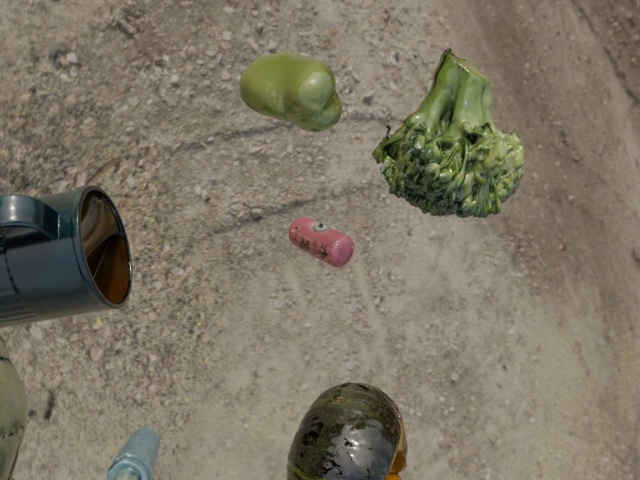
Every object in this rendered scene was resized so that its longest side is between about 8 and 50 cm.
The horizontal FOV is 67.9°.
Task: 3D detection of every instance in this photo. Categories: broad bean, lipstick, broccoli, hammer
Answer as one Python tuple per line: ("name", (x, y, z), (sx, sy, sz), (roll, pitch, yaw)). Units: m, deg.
("broad bean", (-0.020, -0.109, 0.341), (0.063, 0.083, 0.045), (-44, 146, -23))
("lipstick", (-0.299, 0.372, 0.736), (0.061, 0.274, 0.068), (-40, 97, -7))
("broccoli", (0.221, -0.162, 0.757), (0.248, 0.288, 0.245), (6, 120, -16))
("hammer", (0.000, 0.000, 0.538), (0.043, 0.083, 0.043), (-27, 131, -36))

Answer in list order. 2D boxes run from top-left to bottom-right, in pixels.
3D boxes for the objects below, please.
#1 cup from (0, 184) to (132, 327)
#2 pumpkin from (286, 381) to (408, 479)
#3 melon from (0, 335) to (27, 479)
("cup", (-0.547, 0.043, 0.878), (0.292, 0.308, 0.242), (-10, 98, -2))
("pumpkin", (0.056, 0.426, 0.906), (0.320, 0.192, 0.320), (8, 90, -66))
("melon", (-0.360, 0.140, 0.289), (0.330, 0.268, 0.268), (8, 84, -18))
